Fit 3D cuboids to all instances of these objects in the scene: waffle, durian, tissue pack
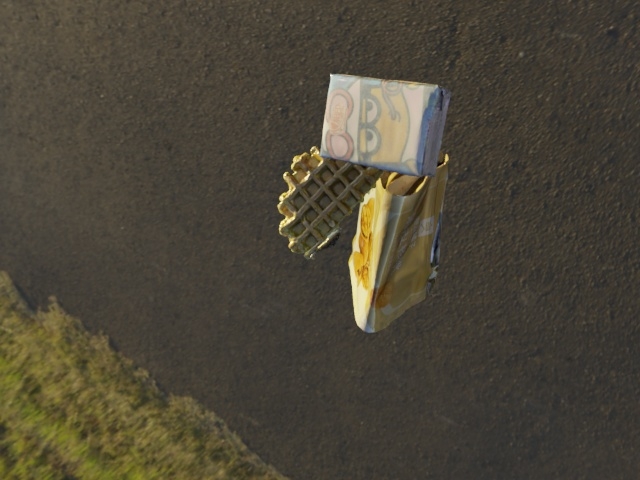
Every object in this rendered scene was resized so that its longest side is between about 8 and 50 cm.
[{"bbox_3d":[0.016,-0.062,0.942,0.161,0.046,0.191,9,90,7],"label":"waffle"},{"bbox_3d":[0.002,-0.003,1.632,0.131,0.052,0.066,-15,88,16],"label":"durian"},{"bbox_3d":[0.082,-0.152,0.794,0.155,0.065,0.115,17,106,30],"label":"tissue pack"}]

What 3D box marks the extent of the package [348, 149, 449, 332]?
[{"bbox_3d":[0.158,-0.009,1.129,0.165,0.221,0.311,3,125,-5],"label":"package"}]
